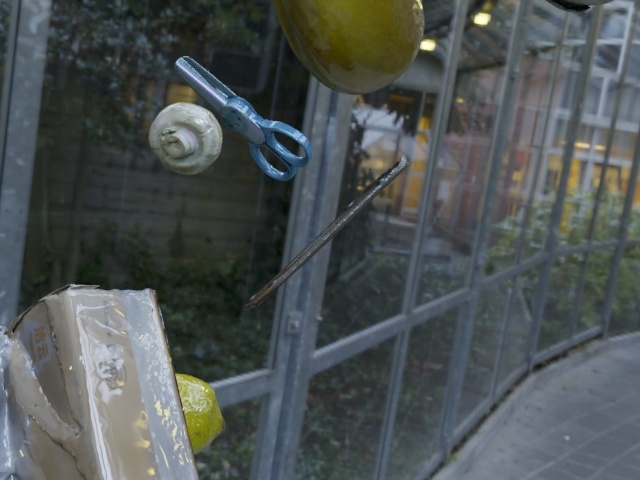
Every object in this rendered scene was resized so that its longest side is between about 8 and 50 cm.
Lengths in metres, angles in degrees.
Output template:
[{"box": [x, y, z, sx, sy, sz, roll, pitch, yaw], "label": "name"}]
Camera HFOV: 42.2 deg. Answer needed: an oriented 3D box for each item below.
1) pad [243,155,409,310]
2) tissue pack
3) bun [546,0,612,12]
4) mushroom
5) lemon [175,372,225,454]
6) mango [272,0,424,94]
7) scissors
[{"box": [0.000, 0.000, 1.208, 0.018, 0.286, 0.284, 46, -11, -2], "label": "pad"}, {"box": [-0.280, 0.221, 0.877, 0.239, 0.305, 0.238, -15, -17, -5], "label": "tissue pack"}, {"box": [0.291, -0.384, 0.941, 0.239, 0.239, 0.141, 2, -24, -43], "label": "bun"}, {"box": [-0.154, -0.114, 0.940, 0.084, 0.083, 0.067, 10, 27, 11], "label": "mushroom"}, {"box": [-0.303, 0.361, 1.715, 0.193, 0.180, 0.181, 18, 10, 24], "label": "lemon"}, {"box": [0.020, -0.433, 1.307, 0.221, 0.301, 0.445, -5, -38, 27], "label": "mango"}, {"box": [-0.126, -0.196, 1.307, 0.256, 0.030, 0.125, 41, -33, -11], "label": "scissors"}]
